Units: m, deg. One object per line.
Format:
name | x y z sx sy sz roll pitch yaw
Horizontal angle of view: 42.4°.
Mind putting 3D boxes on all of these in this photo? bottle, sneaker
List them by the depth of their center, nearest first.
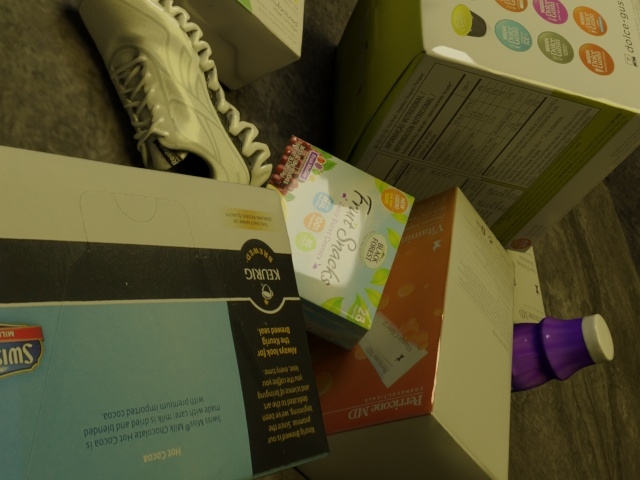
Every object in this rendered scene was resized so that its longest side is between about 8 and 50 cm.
sneaker | -0.164 -0.148 0.884 0.292 0.110 0.118 55 44 -22
bottle | 0.275 0.172 1.197 0.118 0.283 0.092 -20 90 -60

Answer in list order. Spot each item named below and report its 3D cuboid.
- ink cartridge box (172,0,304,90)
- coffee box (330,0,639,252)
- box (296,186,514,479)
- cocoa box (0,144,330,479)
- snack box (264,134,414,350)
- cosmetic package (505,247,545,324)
ink cartridge box | -0.121 -0.397 1.061 0.207 0.119 0.353 35 45 -42
coffee box | 0.220 -0.234 1.178 0.335 0.338 0.337 12 56 -14
box | 0.106 0.133 1.027 0.168 0.215 0.345 48 38 -31
cocoa box | -0.194 0.086 0.579 0.347 0.232 0.227 5 70 -56
snack box | 0.000 0.000 0.976 0.175 0.070 0.207 27 55 -5
cosmetic package | 0.262 0.075 1.353 0.151 0.152 0.183 20 57 -50
